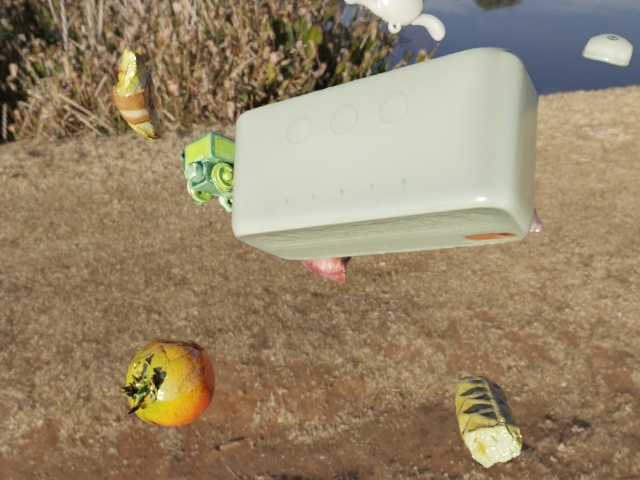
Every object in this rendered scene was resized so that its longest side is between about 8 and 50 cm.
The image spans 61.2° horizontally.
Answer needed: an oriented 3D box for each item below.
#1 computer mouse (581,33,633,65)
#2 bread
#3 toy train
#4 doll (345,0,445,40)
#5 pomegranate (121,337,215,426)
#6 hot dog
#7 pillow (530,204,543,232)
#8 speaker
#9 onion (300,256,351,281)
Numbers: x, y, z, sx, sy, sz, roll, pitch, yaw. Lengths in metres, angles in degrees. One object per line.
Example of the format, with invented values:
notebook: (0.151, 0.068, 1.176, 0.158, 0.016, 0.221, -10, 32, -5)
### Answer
computer mouse: (0.591, -0.390, 1.104, 0.089, 0.056, 0.181, 27, 27, 20)
bread: (0.435, 0.461, 1.438, 0.152, 0.130, 0.268, 31, 18, -5)
toy train: (-0.272, -0.196, 1.581, 0.159, 0.188, 0.271, -16, -20, 39)
doll: (0.259, -0.712, 1.535, 0.311, 0.159, 0.243, 30, 64, -16)
pomegranate: (-0.352, 0.330, 1.258, 0.210, 0.210, 0.235, 11, -1, 20)
hot dog: (-0.465, -0.356, 1.353, 0.093, 0.261, 0.123, 3, 41, 3)
pillow: (0.321, -0.064, 1.030, 0.185, 0.043, 0.118, -5, 60, 1)
speaker: (0.071, -0.089, 0.720, 0.406, 0.183, 0.184, -6, 70, 32)
onion: (0.000, 0.000, 1.237, 0.120, 0.283, 0.227, -13, 57, 7)
